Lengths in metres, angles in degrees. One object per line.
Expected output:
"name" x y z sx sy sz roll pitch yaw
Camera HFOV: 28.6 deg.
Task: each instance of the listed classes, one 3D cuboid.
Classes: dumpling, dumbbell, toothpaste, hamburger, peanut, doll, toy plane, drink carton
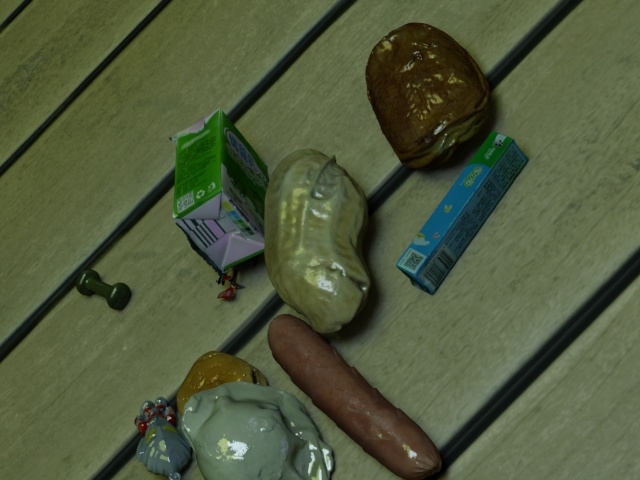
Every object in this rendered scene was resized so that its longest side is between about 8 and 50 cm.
"dumpling" -0.091 0.306 1.880 0.258 0.147 0.193 38 64 17
"dumbbell" -0.400 0.090 2.313 0.118 0.046 0.052 20 78 42
"toothpaste" 0.221 -0.043 1.948 0.050 0.065 0.267 29 80 47
"hamburger" -0.160 0.250 2.008 0.147 0.083 0.138 17 76 45
"peanut" -0.006 0.001 2.022 0.174 0.158 0.340 1 61 1
"doll" -0.258 0.323 2.039 0.094 0.079 0.180 -13 40 -12
"toy plane" -0.144 0.038 2.172 0.060 0.037 0.145 -9 54 35
"drink carton" -0.172 -0.086 2.151 0.108 0.161 0.271 -29 33 15

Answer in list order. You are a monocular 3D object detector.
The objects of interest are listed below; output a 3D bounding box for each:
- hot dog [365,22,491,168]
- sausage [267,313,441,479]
"hot dog" 0.178 -0.231 2.070 0.196 0.122 0.272 -36 50 12
"sausage" 0.035 0.228 1.882 0.088 0.088 0.433 -48 44 -2
